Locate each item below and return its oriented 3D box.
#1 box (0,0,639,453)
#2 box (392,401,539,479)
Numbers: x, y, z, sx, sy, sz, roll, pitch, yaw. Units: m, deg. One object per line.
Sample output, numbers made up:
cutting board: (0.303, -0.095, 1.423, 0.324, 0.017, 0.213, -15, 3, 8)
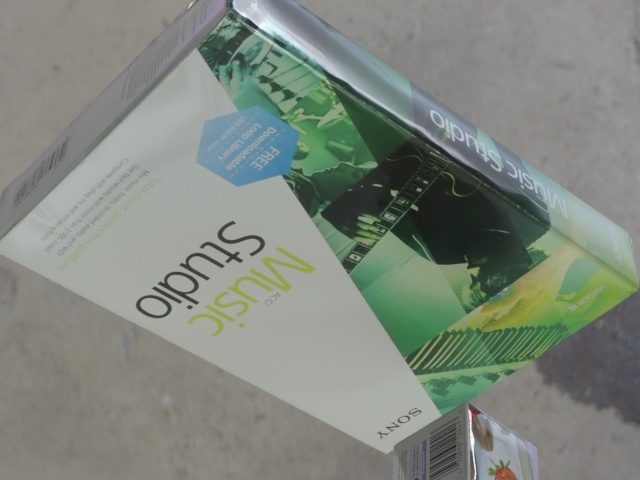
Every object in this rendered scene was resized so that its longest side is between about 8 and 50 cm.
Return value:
box: (0.000, 0.000, 0.868, 0.322, 0.232, 0.058, 30, 39, -28)
box: (0.075, 0.230, 0.728, 0.063, 0.067, 0.324, 35, 36, -25)
